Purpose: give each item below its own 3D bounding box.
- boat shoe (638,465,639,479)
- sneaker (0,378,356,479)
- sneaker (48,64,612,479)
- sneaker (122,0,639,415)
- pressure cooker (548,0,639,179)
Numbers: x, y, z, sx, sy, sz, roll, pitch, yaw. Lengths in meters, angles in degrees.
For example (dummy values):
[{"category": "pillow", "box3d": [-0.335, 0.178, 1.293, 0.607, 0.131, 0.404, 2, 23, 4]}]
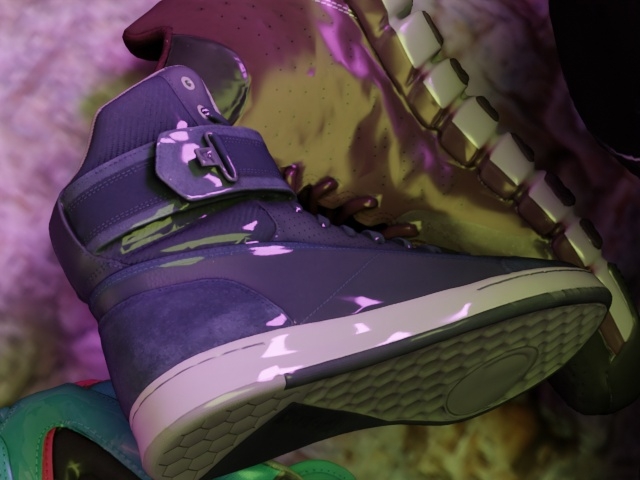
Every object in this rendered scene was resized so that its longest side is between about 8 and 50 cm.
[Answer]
[{"category": "boat shoe", "box3d": [0.218, 0.015, 0.926, 0.121, 0.119, 0.335, 34, 46, 6]}, {"category": "sneaker", "box3d": [-0.041, 0.172, 0.791, 0.178, 0.124, 0.295, -38, 89, -15]}, {"category": "sneaker", "box3d": [0.000, -0.001, 0.787, 0.226, 0.086, 0.163, -8, 53, -34]}, {"category": "sneaker", "box3d": [0.011, -0.008, 0.877, 0.162, 0.106, 0.281, -34, 83, -14]}, {"category": "pressure cooker", "box3d": [0.337, -0.149, 0.754, 0.420, 0.370, 0.376, 10, 67, -15]}]
